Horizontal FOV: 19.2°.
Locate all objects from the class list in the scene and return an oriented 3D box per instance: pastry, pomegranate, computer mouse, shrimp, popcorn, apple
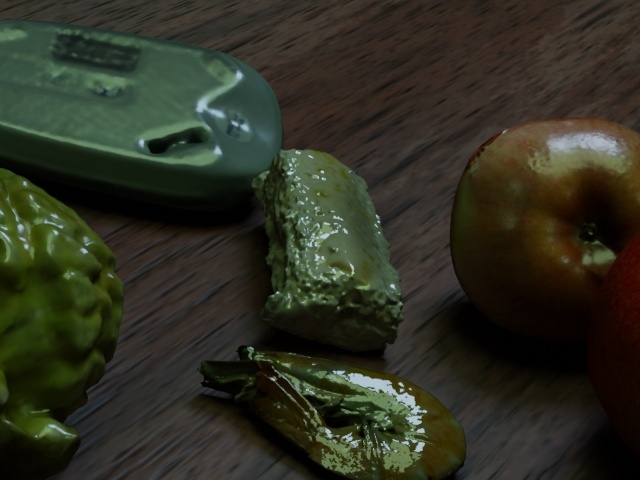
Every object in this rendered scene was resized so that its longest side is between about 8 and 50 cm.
[{"bbox_3d":[0.005,0.004,1.626,0.121,0.089,0.258,32,25,-21],"label":"pastry"},{"bbox_3d":[0.323,0.094,1.443,0.221,0.221,0.256,-13,64,-40],"label":"pomegranate"},{"bbox_3d":[-0.198,-0.113,1.765,0.331,0.095,0.197,13,44,3],"label":"computer mouse"},{"bbox_3d":[0.006,0.130,1.423,0.217,0.051,0.115,20,29,11],"label":"shrimp"},{"bbox_3d":[-0.254,0.060,1.295,0.237,0.206,0.251,5,41,-36],"label":"popcorn"},{"bbox_3d":[0.211,-0.010,1.611,0.210,0.209,0.164,9,6,-5],"label":"apple"}]
